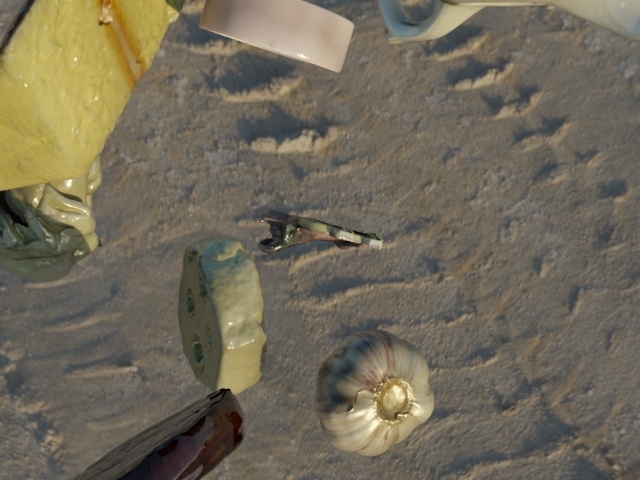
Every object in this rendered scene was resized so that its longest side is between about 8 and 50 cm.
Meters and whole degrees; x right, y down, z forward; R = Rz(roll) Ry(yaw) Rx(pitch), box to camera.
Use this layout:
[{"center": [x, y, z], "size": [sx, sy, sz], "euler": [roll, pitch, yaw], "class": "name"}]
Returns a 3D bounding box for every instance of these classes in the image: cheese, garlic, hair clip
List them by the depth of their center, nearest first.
[{"center": [0.001, -0.008, 0.926], "size": [0.187, 0.146, 0.056], "euler": [2, 96, -34], "class": "hair clip"}, {"center": [0.076, 0.289, 1.294], "size": [0.245, 0.253, 0.245], "euler": [1, 88, -29], "class": "garlic"}, {"center": [-0.208, 0.149, 1.350], "size": [0.115, 0.326, 0.318], "euler": [-9, 91, -28], "class": "cheese"}]

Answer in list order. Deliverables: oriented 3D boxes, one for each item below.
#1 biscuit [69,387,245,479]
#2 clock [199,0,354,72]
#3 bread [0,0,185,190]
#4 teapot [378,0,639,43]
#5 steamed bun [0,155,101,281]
[{"center": [-0.286, 0.362, 0.978], "size": [0.407, 0.407, 0.091], "euler": [-32, 90, -21], "class": "biscuit"}, {"center": [-0.057, -0.284, 0.882], "size": [0.196, 0.197, 0.068], "euler": [19, 104, 4], "class": "clock"}, {"center": [-0.394, -0.247, 0.836], "size": [0.404, 0.242, 0.346], "euler": [0, 60, 18], "class": "bread"}, {"center": [0.161, -0.226, 0.533], "size": [0.208, 0.299, 0.166], "euler": [-26, 111, -32], "class": "teapot"}, {"center": [-0.547, -0.085, 1.240], "size": [0.275, 0.206, 0.320], "euler": [-6, 82, 33], "class": "steamed bun"}]
